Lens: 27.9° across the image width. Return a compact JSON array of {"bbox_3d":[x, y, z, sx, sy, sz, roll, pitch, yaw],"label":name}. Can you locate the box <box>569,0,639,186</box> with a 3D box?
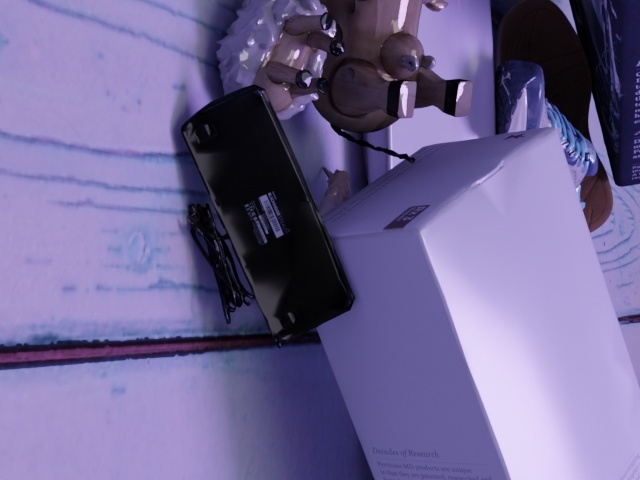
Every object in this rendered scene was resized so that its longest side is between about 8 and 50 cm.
[{"bbox_3d":[0.449,-0.394,1.568,0.472,0.297,0.480,66,14,-64],"label":"box"}]

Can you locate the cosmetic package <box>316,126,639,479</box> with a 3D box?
[{"bbox_3d":[0.146,0.121,1.098,0.217,0.156,0.385,-32,107,-43],"label":"cosmetic package"}]

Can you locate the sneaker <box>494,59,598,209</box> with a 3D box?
[{"bbox_3d":[0.274,-0.122,1.569,0.283,0.122,0.110,76,12,-56],"label":"sneaker"}]

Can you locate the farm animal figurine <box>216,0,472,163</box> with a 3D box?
[{"bbox_3d":[0.063,-0.235,1.099,0.330,0.172,0.326,14,93,-43],"label":"farm animal figurine"}]

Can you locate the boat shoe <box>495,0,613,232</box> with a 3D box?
[{"bbox_3d":[0.292,-0.166,1.700,0.110,0.122,0.341,-117,-172,-61],"label":"boat shoe"}]

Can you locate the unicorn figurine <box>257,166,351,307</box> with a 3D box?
[{"bbox_3d":[0.000,0.000,1.104,0.162,0.060,0.111,-22,106,-61],"label":"unicorn figurine"}]

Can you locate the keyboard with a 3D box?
[{"bbox_3d":[-0.053,-0.014,0.980,0.192,0.100,0.038,67,-15,-12],"label":"keyboard"}]

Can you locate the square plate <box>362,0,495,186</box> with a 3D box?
[{"bbox_3d":[0.112,-0.174,1.361,0.344,0.049,0.347,-23,111,-64],"label":"square plate"}]
